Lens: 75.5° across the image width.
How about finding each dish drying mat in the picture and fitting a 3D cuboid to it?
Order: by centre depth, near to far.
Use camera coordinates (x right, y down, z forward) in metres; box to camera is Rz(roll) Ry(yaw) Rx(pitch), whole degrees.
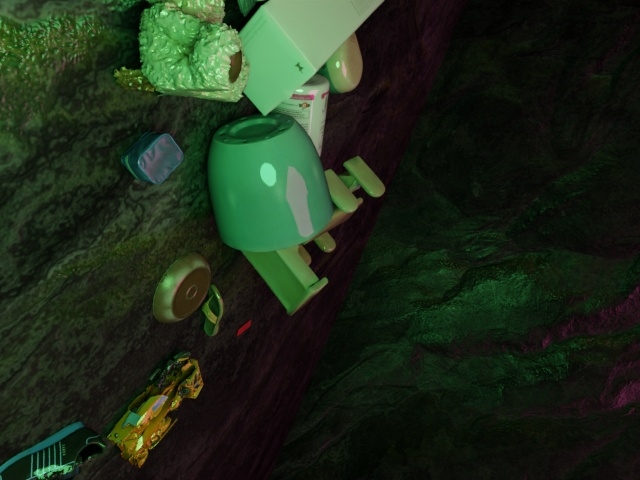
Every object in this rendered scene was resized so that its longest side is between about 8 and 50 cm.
[{"bbox_3d":[-0.279,0.318,1.500,0.083,0.008,0.032,-36,145,-60],"label":"dish drying mat"}]

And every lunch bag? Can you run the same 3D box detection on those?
[{"bbox_3d":[-0.310,-0.157,0.765,0.098,0.065,0.067,-57,143,-27],"label":"lunch bag"}]

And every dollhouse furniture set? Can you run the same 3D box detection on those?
[{"bbox_3d":[0.000,0.000,1.267,0.394,0.256,0.362,-31,168,-38],"label":"dollhouse furniture set"}]

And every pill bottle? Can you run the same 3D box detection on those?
[{"bbox_3d":[-0.071,-0.298,1.119,0.160,0.161,0.282,-47,153,-48],"label":"pill bottle"}]

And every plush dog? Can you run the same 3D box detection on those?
[{"bbox_3d":[-0.222,-0.355,0.668,0.262,0.211,0.225,-115,-153,-76],"label":"plush dog"}]

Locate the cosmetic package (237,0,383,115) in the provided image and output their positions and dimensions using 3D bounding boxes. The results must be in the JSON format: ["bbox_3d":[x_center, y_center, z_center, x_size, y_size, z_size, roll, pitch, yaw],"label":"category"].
[{"bbox_3d":[-0.031,-0.461,0.904,0.155,0.197,0.365,48,52,-20],"label":"cosmetic package"}]

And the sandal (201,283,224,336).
[{"bbox_3d":[-0.318,0.208,1.188,0.049,0.072,0.180,-12,130,-43],"label":"sandal"}]

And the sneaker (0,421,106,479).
[{"bbox_3d":[-0.533,0.448,0.800,0.232,0.091,0.081,-32,141,-61],"label":"sneaker"}]

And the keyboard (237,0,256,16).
[{"bbox_3d":[-0.161,-0.567,0.785,0.072,0.014,0.256,-59,161,-23],"label":"keyboard"}]

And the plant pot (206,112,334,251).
[{"bbox_3d":[-0.127,-0.154,0.963,0.293,0.293,0.235,-50,142,-43],"label":"plant pot"}]

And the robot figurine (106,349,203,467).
[{"bbox_3d":[-0.422,0.441,1.116,0.291,0.085,0.210,-51,157,-40],"label":"robot figurine"}]

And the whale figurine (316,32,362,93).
[{"bbox_3d":[0.028,-0.563,1.192,0.216,0.141,0.271,-36,120,-57],"label":"whale figurine"}]

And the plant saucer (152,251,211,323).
[{"bbox_3d":[-0.341,0.127,1.058,0.198,0.036,0.198,-55,158,-36],"label":"plant saucer"}]
